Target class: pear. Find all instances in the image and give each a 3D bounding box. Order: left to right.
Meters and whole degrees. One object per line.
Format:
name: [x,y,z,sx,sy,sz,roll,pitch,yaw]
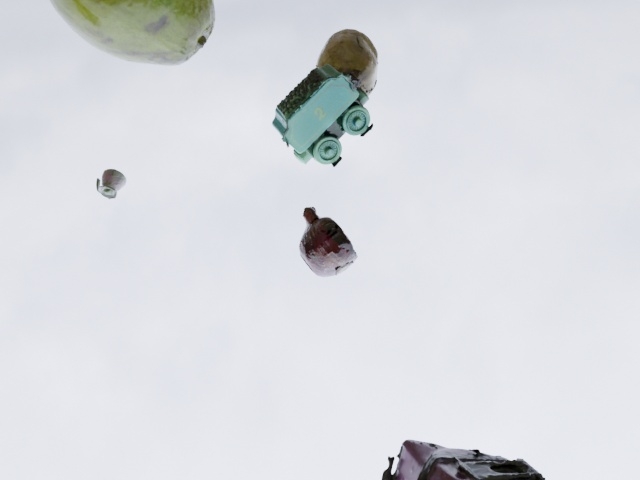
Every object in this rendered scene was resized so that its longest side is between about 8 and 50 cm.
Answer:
pear: [-0.268,-0.360,0.955,0.269,0.212,0.212,36,-135,-1]

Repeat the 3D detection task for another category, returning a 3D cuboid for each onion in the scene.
onion: [0.000,0.000,1.952,0.140,0.195,0.218,-37,-106,2]

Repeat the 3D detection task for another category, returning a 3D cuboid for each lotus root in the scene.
lotus root: [0.068,-0.425,1.692,0.160,0.146,0.284,35,-151,-17]

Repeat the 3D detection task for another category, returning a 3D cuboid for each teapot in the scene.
teapot: [-0.555,-0.146,1.792,0.083,0.064,0.064,-1,-127,20]

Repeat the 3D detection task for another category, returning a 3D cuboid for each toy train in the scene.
toy train: [0.003,-0.262,1.440,0.203,0.163,0.112,-46,-145,4]

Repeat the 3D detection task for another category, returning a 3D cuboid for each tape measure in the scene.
tape measure: [0.240,0.402,1.047,0.245,0.149,0.231,13,-179,-16]
